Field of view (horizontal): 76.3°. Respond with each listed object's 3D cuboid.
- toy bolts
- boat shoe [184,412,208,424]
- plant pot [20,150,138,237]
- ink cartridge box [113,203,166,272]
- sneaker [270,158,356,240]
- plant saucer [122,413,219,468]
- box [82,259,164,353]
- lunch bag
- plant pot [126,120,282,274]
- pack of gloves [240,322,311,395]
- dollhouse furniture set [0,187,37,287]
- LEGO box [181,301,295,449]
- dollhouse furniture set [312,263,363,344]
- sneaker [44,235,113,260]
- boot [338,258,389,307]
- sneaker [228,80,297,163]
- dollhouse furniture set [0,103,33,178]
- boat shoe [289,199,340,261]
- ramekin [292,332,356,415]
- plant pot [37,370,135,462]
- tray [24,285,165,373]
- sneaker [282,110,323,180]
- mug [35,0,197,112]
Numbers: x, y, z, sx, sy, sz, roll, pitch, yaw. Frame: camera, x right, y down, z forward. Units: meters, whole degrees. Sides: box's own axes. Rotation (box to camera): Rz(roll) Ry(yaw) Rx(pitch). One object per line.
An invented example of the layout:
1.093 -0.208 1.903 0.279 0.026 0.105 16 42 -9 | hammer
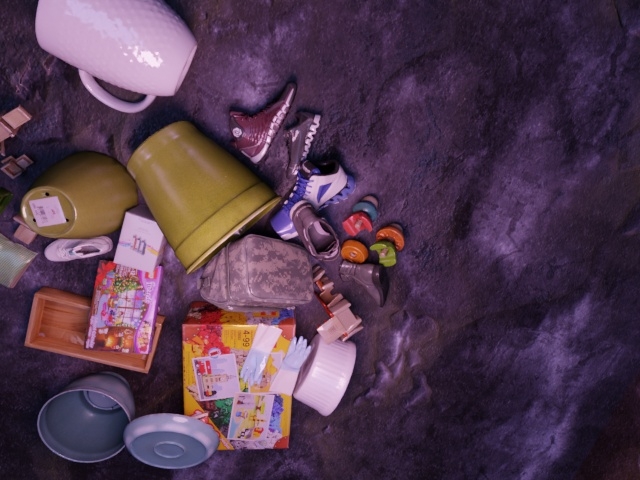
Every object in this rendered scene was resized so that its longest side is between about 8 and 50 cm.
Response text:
0.168 -0.040 1.433 0.218 0.158 0.228 -9 125 38 | toy bolts
-0.445 0.611 1.373 0.137 0.049 0.043 -7 64 0 | boat shoe
-0.721 -0.111 1.193 0.275 0.293 0.275 -2 107 -6 | plant pot
-0.572 -0.006 1.329 0.127 0.128 0.176 19 104 -12 | ink cartridge box
-0.047 -0.162 1.313 0.315 0.127 0.182 -37 141 -2 | sneaker
-0.502 0.685 1.363 0.317 0.044 0.317 -1 126 -1 | plant saucer
-0.651 0.221 1.360 0.201 0.057 0.293 6 79 -9 | box
-0.203 0.125 1.309 0.256 0.305 0.212 -19 69 37 | lunch bag
-0.367 -0.148 1.220 0.366 0.366 0.353 -39 96 5 | plant pot
-0.147 0.406 1.342 0.195 0.046 0.232 19 103 -11 | pack of gloves
-1.019 0.016 1.269 0.197 0.151 0.301 37 99 -15 | dollhouse furniture set
-0.288 0.485 1.474 0.372 0.193 0.500 2 106 -7 | LEGO box
0.028 0.242 1.408 0.135 0.259 0.262 -36 106 -6 | dollhouse furniture set
-0.802 0.030 1.330 0.212 0.094 0.080 -11 109 -3 | sneaker
0.158 0.148 1.485 0.161 0.083 0.246 8 145 24 | boot
-0.196 -0.395 1.274 0.162 0.106 0.281 28 102 -11 | sneaker
-0.913 -0.309 1.237 0.182 0.101 0.161 -30 132 2 | dollhouse furniture set
0.000 0.000 1.331 0.112 0.095 0.335 -38 143 -3 | boat shoe
0.007 0.469 1.470 0.135 0.277 0.277 25 102 -6 | ramekin
-0.791 0.592 1.443 0.293 0.196 0.293 -2 107 -6 | plant pot
-0.781 0.315 1.428 0.411 0.076 0.203 18 104 -11 | tray
-0.082 -0.314 1.327 0.106 0.078 0.234 21 99 -9 | sneaker
-0.545 -0.525 1.130 0.328 0.276 0.374 25 132 -20 | mug
